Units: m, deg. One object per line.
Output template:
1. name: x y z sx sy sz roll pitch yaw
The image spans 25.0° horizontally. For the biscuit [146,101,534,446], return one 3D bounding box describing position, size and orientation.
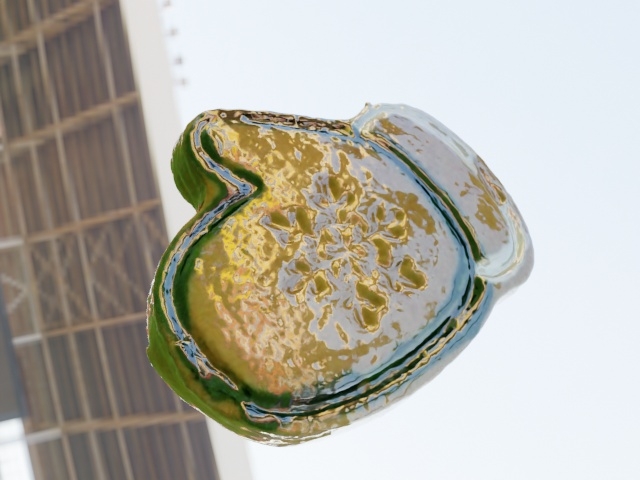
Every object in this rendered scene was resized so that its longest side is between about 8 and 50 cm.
1. biscuit: 0.001 -0.001 1.151 0.287 0.343 0.057 49 -32 11
